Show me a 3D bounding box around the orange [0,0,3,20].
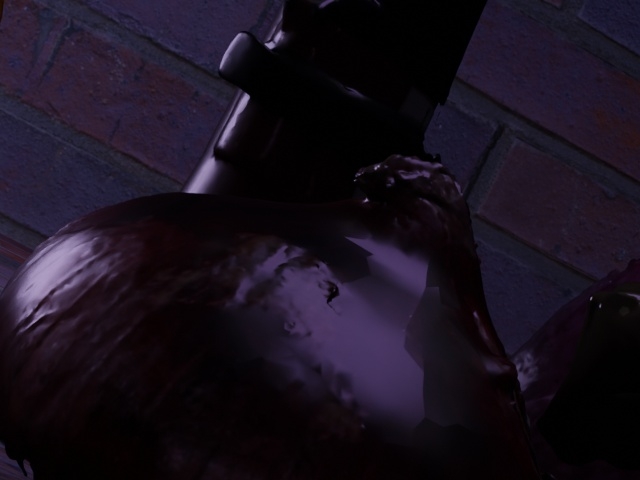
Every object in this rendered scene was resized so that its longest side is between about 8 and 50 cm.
[{"bbox_3d":[-0.209,-0.078,0.453,0.261,0.261,0.261,27,-2,1],"label":"orange"}]

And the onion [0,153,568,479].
[{"bbox_3d":[0.009,0.061,0.710,0.272,0.195,0.272,35,13,-9],"label":"onion"}]

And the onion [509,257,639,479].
[{"bbox_3d":[0.221,0.116,0.892,0.267,0.348,0.159,18,18,-22],"label":"onion"}]

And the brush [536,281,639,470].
[{"bbox_3d":[0.229,0.066,0.800,0.301,0.084,0.071,5,34,-31],"label":"brush"}]

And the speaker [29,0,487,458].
[{"bbox_3d":[0.006,0.014,0.954,0.259,0.329,0.198,37,-7,-35],"label":"speaker"}]
